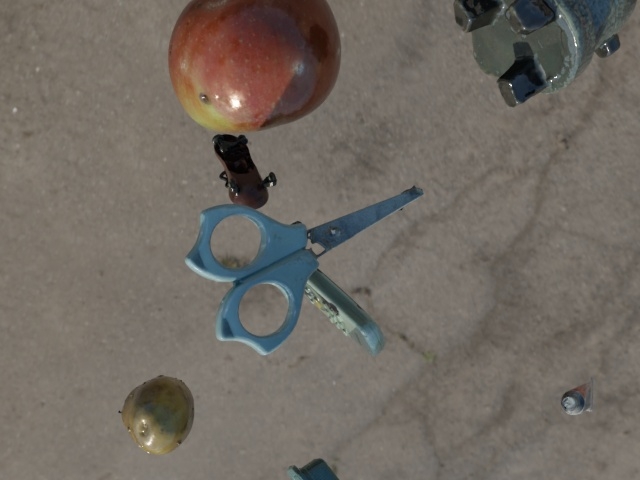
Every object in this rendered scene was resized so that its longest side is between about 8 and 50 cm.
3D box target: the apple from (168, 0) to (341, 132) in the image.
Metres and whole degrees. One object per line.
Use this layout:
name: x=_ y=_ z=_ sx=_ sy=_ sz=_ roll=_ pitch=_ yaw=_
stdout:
apple: x=-0.126 y=-0.362 z=1.706 sx=0.349 sy=0.348 sz=0.276 roll=-13 pitch=110 yaw=5

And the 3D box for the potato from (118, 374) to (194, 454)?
potato: x=-0.280 y=0.303 z=1.541 sx=0.137 sy=0.176 sz=0.137 roll=0 pitch=88 yaw=-17

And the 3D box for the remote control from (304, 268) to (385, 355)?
remote control: x=0.028 y=0.138 z=1.938 sx=0.056 sy=0.296 sz=0.140 roll=-42 pitch=149 yaw=-11

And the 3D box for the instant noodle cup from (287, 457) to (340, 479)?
instant noodle cup: x=0.013 y=0.520 z=1.820 sx=0.070 sy=0.157 sz=0.179 roll=-37 pitch=82 yaw=-14

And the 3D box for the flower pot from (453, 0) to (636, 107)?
flower pot: x=0.403 y=-0.413 z=1.655 sx=0.283 sy=0.299 sz=0.299 roll=-39 pitch=129 yaw=-22

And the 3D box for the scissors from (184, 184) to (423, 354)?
scissors: x=-0.001 y=0.000 z=1.129 sx=0.360 sy=0.029 sz=0.191 roll=-27 pitch=96 yaw=-31

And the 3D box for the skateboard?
skateboard: x=-0.116 y=-0.095 z=1.270 sx=0.067 sy=0.151 sz=0.080 roll=-11 pitch=133 yaw=-18

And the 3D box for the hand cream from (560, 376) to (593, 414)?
hand cream: x=0.432 y=0.260 z=1.464 sx=0.052 sy=0.038 sz=0.216 roll=-60 pitch=156 yaw=8
